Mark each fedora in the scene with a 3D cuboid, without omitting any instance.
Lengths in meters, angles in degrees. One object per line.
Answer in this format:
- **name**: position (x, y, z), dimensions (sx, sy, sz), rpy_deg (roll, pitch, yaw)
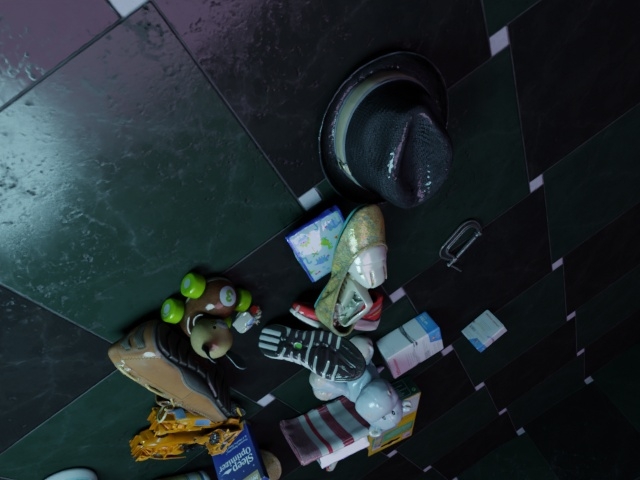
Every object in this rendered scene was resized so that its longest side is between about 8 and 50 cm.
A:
- **fedora**: position (0.159, -0.180, 0.906), dimensions (0.334, 0.152, 0.333), rpy_deg (-17, 134, -19)

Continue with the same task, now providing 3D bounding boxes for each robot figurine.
- **robot figurine**: position (-0.339, 0.515, 1.251), dimensions (0.291, 0.085, 0.211), rpy_deg (18, 117, -40)

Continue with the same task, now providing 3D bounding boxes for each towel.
- **towel**: position (0.055, 0.561, 1.444), dimensions (0.329, 0.237, 0.037), rpy_deg (-17, 100, -19)

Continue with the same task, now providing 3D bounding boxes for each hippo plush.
- **hippo plush**: position (0.116, 0.457, 1.371), dimensions (0.234, 0.236, 0.294), rpy_deg (-31, 136, -5)

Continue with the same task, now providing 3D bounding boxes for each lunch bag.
- **lunch bag**: position (0.000, 0.000, 1.006), dimensions (0.129, 0.096, 0.151), rpy_deg (-32, 147, -4)

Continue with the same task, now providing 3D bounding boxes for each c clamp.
- **c clamp**: position (0.401, 0.012, 1.320), dimensions (0.137, 0.022, 0.160), rpy_deg (17, 118, -34)

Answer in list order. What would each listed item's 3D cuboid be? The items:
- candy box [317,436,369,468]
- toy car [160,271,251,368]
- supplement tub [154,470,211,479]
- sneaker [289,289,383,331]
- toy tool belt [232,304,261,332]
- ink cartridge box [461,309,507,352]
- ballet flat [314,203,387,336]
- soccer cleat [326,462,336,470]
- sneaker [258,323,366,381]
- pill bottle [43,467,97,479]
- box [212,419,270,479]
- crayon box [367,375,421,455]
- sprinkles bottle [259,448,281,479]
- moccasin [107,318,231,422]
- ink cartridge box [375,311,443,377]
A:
- **candy box**: position (0.038, 0.615, 1.490), dimensions (0.165, 0.196, 0.070), rpy_deg (-18, 99, -17)
- **toy car**: position (-0.216, 0.181, 0.962), dimensions (0.155, 0.188, 0.149), rpy_deg (27, 110, -43)
- **supplement tub**: position (-0.431, 0.773, 1.376), dimensions (0.200, 0.144, 0.144), rpy_deg (6, 123, -35)
- **sneaker**: position (0.045, 0.159, 1.192), dimensions (0.279, 0.107, 0.118), rpy_deg (6, 103, -37)
- **toy tool belt**: position (-0.165, 0.179, 1.102), dimensions (0.083, 0.052, 0.051), rpy_deg (-47, 167, 16)
- **ink cartridge box**: position (0.575, 0.317, 1.639), dimensions (0.122, 0.088, 0.052), rpy_deg (-43, 136, 8)
- **ballet flat**: position (0.077, 0.080, 0.980), dimensions (0.123, 0.123, 0.348), rpy_deg (-7, 137, -27)
- **soccer cleat**: position (0.056, 0.801, 1.759), dimensions (0.076, 0.068, 0.196), rpy_deg (-10, 129, -28)
- **sneaker**: position (0.000, 0.273, 1.158), dimensions (0.162, 0.282, 0.106), rpy_deg (36, 70, -61)
- **pill bottle**: position (-0.606, 0.706, 1.123), dimensions (0.146, 0.264, 0.146), rpy_deg (-17, 133, -19)
- **box**: position (-0.229, 0.647, 1.332), dimensions (0.136, 0.225, 0.036), rpy_deg (-37, 136, 1)
- **crayon box**: position (0.251, 0.658, 1.740), dimensions (0.203, 0.083, 0.322), rpy_deg (-18, 133, -18)
- **sprinkles bottle**: position (-0.245, 0.775, 1.383), dimensions (0.121, 0.121, 0.355), rpy_deg (-57, 168, 22)
- **moccasin**: position (-0.324, 0.321, 1.060), dimensions (0.147, 0.139, 0.380), rpy_deg (-23, 141, 7)
- **ink cartridge box**: position (0.284, 0.332, 1.479), dimensions (0.191, 0.082, 0.139), rpy_deg (-29, 136, -5)
